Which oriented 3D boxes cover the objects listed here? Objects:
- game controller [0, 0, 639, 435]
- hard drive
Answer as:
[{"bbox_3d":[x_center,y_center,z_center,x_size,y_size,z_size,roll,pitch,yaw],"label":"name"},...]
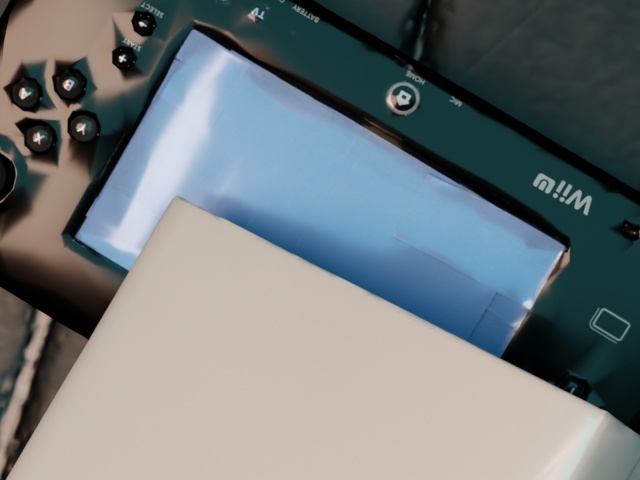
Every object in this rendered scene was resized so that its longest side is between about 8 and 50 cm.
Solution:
[{"bbox_3d":[0.000,0.000,0.746,0.319,0.067,0.166,30,103,2],"label":"game controller"},{"bbox_3d":[-0.064,0.175,0.617,0.233,0.047,0.353,26,85,47],"label":"hard drive"}]
